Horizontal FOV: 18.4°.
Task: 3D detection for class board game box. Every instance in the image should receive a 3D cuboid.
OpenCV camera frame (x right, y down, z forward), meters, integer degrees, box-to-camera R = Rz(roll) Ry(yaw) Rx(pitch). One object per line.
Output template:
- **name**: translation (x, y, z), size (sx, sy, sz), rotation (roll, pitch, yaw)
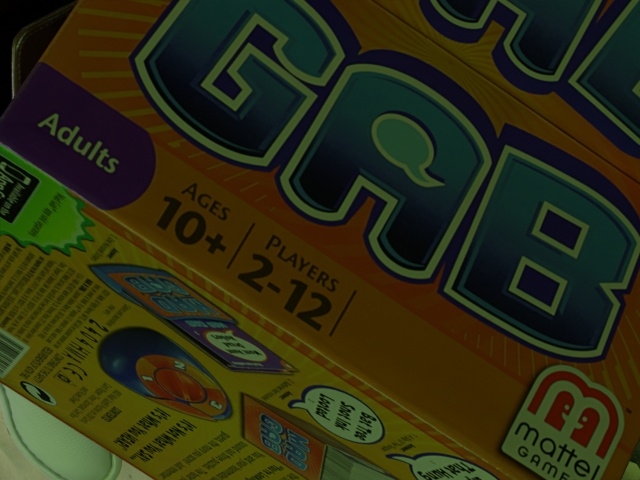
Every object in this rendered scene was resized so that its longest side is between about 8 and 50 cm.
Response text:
- **board game box**: translation (0.014, -0.044, 1.172), size (0.356, 0.356, 0.356), rotation (34, 156, -8)

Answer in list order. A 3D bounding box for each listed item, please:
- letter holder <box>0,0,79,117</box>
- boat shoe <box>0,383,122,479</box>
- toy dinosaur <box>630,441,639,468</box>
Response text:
- **letter holder**: translation (-0.206, -0.067, 1.689), size (0.152, 0.214, 0.302), rotation (28, 137, 35)
- **boat shoe**: translation (-0.302, 0.130, 2.092), size (0.114, 0.091, 0.302), rotation (-34, 89, 12)
- **toy dinosaur**: translation (0.245, 0.135, 1.440), size (0.268, 0.064, 0.118), rotation (21, 139, 45)
